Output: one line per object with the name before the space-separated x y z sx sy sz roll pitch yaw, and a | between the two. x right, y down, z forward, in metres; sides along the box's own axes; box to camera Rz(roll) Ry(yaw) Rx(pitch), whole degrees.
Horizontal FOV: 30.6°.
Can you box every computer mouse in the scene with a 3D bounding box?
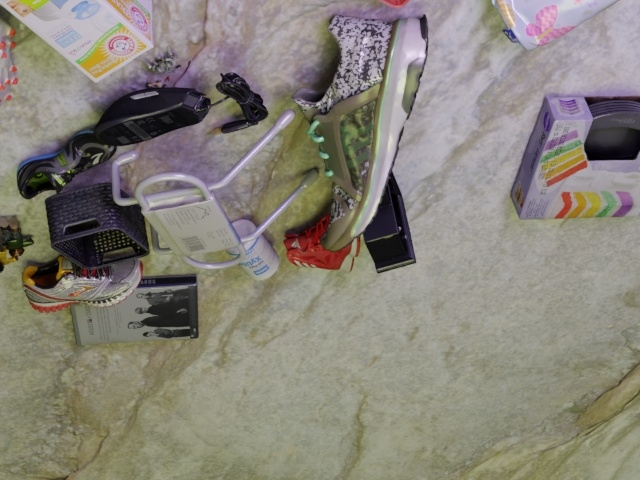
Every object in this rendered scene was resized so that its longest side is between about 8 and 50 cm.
computer mouse | -0.214 -0.204 1.828 0.262 0.060 0.184 -17 163 16

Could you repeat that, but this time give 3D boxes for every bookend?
bookend | 0.098 -0.056 1.987 0.072 0.156 0.157 -16 140 10

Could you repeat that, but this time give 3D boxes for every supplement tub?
supplement tub | -0.126 0.017 2.103 0.071 0.071 0.107 -21 139 15

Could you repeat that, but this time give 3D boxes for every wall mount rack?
wall mount rack | -0.163 -0.080 1.908 0.304 0.130 0.350 -10 155 7

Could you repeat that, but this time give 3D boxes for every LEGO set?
LEGO set | -0.238 -0.257 1.778 0.054 0.023 0.083 -5 141 -5

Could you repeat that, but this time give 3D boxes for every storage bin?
storage bin | -0.370 -0.022 1.950 0.122 0.084 0.180 -14 162 6

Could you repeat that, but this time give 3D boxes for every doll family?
doll family | -0.597 0.022 2.023 0.193 0.076 0.111 0 145 -4

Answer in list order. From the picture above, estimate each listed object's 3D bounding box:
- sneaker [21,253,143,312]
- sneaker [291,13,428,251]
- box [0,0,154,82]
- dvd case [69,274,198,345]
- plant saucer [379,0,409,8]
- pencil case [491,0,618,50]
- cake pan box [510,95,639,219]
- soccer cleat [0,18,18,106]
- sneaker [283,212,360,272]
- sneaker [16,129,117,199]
sneaker | -0.428 0.070 2.096 0.225 0.088 0.092 -12 140 4
sneaker | 0.038 -0.178 1.822 0.182 0.158 0.410 17 116 1
box | -0.334 -0.330 1.606 0.114 0.103 0.203 -26 138 21
dvd case | -0.354 0.135 2.239 0.239 0.029 0.179 -2 141 -7
plant saucer | 0.079 -0.458 1.572 0.259 0.047 0.258 18 134 -30
pencil case | 0.377 -0.386 1.668 0.273 0.113 0.124 -28 118 23
cake pan box | 0.481 -0.145 2.023 0.246 0.070 0.266 -2 141 -11
soccer cleat | -0.487 -0.260 1.705 0.076 0.068 0.196 27 144 2
sneaker | 0.000 0.000 2.078 0.128 0.087 0.221 -3 150 -5
sneaker | -0.406 -0.116 1.877 0.188 0.078 0.067 -23 135 16
